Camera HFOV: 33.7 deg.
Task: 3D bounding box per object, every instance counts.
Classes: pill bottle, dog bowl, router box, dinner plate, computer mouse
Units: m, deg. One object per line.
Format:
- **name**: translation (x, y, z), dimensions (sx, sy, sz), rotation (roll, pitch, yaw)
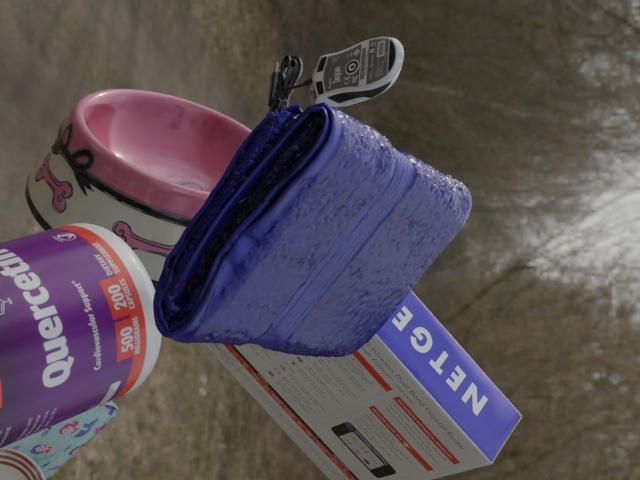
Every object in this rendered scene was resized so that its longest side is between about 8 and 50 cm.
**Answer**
- **pill bottle**: translation (-0.313, 0.101, 0.961), dimensions (0.323, 0.181, 0.182), rotation (-20, 114, -48)
- **dog bowl**: translation (-0.227, -0.090, 1.606), dimensions (0.408, 0.407, 0.150), rotation (-76, -171, -64)
- **router box**: translation (0.028, 0.154, 1.290), dimensions (0.082, 0.335, 0.301), rotation (-47, -170, -37)
- **dinner plate**: translation (-0.397, 0.319, 1.274), dimensions (0.017, 0.141, 0.141), rotation (86, 7, -64)
- **computer mouse**: translation (0.020, -0.183, 1.239), dimensions (0.042, 0.193, 0.106), rotation (34, 55, -48)

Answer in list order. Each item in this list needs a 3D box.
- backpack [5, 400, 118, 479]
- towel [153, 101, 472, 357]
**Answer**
- **backpack**: translation (-0.414, 0.200, 1.428), dimensions (0.253, 0.225, 0.191), rotation (36, 16, -47)
- **towel**: translation (0.000, 0.000, 0.945), dimensions (0.228, 0.076, 0.308), rotation (-51, 151, 12)
